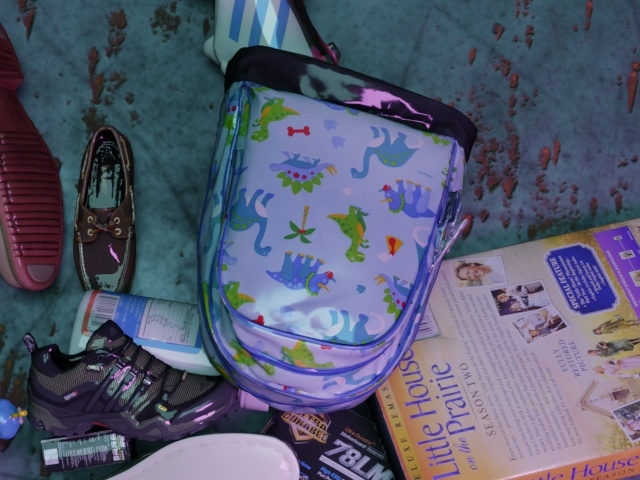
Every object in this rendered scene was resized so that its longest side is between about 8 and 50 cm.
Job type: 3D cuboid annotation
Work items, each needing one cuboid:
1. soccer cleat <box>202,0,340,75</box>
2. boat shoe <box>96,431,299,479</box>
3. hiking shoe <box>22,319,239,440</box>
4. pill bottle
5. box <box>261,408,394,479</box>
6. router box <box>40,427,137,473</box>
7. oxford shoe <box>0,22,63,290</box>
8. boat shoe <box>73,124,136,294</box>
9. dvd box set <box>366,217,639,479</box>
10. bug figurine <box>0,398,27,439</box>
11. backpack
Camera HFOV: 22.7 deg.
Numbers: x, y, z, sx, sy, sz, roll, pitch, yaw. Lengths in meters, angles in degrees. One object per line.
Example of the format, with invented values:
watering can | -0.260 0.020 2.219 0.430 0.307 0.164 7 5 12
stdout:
soccer cleat | -0.051 -0.203 1.865 0.143 0.116 0.331 -26 80 15
boat shoe | -0.154 0.268 1.687 0.305 0.091 0.109 -21 90 17
hiking shoe | -0.199 0.142 1.654 0.227 0.086 0.114 -2 110 4
pill bottle | -0.160 0.129 1.759 0.222 0.124 0.124 10 76 0
box | 0.018 0.341 1.695 0.296 0.073 0.293 27 75 25
router box | -0.250 0.226 1.731 0.092 0.122 0.038 -9 86 -3
oxford shoe | -0.392 -0.097 1.829 0.130 0.123 0.348 -21 78 20
boat shoe | -0.248 -0.029 1.821 0.073 0.073 0.207 -2 78 -4
dvd box set | 0.255 0.129 1.726 0.420 0.062 0.307 -13 48 -9
bug figurine | -0.377 0.296 1.692 0.216 0.072 0.279 -13 85 29
backpack | 0.000 0.000 1.638 0.290 0.273 0.355 19 85 -7
